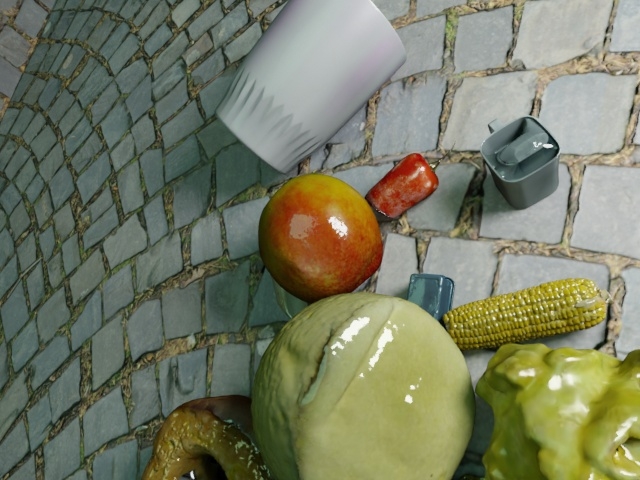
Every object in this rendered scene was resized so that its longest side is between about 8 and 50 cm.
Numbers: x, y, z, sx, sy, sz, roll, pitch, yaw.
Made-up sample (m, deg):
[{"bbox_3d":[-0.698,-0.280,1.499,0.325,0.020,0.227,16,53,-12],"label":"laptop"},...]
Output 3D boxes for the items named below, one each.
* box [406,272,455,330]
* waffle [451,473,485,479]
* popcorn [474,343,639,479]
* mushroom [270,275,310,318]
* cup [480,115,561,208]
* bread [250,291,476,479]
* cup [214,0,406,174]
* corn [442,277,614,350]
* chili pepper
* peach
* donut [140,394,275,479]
[{"bbox_3d":[0.180,0.101,0.747,0.074,0.054,0.099,3,73,32],"label":"box"},{"bbox_3d":[0.199,0.444,0.609,0.238,0.059,0.243,-27,58,22],"label":"waffle"},{"bbox_3d":[0.314,0.249,0.513,0.242,0.235,0.249,-21,49,48],"label":"popcorn"},{"bbox_3d":[-0.063,0.070,0.893,0.085,0.071,0.209,-12,65,-8],"label":"mushroom"},{"bbox_3d":[0.316,-0.132,0.715,0.095,0.129,0.128,-34,58,14],"label":"cup"},{"bbox_3d":[0.052,0.231,0.646,0.321,0.237,0.319,1,84,-13],"label":"bread"},{"bbox_3d":[-0.025,-0.338,0.917,0.371,0.253,0.253,-47,56,8],"label":"cup"},{"bbox_3d":[0.299,0.112,0.661,0.238,0.080,0.080,-18,63,26],"label":"corn"},{"bbox_3d":[0.175,-0.116,0.819,0.192,0.084,0.086,-41,73,16],"label":"chili pepper"},{"bbox_3d":[0.000,0.000,0.786,0.231,0.231,0.230,-11,66,26],"label":"peach"},{"bbox_3d":[-0.164,0.418,0.765,0.318,0.150,0.298,-23,59,21],"label":"donut"}]
